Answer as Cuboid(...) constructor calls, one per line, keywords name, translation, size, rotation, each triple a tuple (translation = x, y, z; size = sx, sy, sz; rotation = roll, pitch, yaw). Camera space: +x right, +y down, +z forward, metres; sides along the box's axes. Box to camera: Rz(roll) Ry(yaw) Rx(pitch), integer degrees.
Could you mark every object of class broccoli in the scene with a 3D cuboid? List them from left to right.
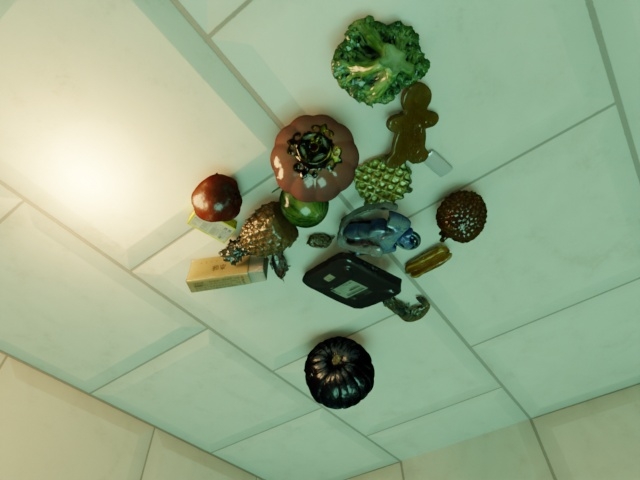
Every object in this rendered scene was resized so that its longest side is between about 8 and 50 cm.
Cuboid(name="broccoli", translation=(0.174, -0.534, 1.326), size=(0.294, 0.245, 0.265), rotation=(-18, 113, -18))

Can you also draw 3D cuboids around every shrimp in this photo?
Cuboid(name="shrimp", translation=(-0.179, 0.113, 1.962), size=(0.074, 0.073, 0.190), rotation=(19, 132, 41))
Cuboid(name="shrimp", translation=(0.418, 0.309, 2.162), size=(0.296, 0.058, 0.169), rotation=(35, 114, -31))

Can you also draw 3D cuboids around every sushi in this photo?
Cuboid(name="sushi", translation=(0.000, 0.000, 1.885), size=(0.120, 0.052, 0.055), rotation=(6, 145, -5))

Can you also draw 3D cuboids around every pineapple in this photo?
Cuboid(name="pineapple", translation=(-0.262, -0.003, 1.776), size=(0.361, 0.202, 0.202), rotation=(-30, 125, 26))

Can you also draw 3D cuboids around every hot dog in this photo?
Cuboid(name="hot dog", translation=(0.473, 0.096, 1.974), size=(0.235, 0.062, 0.092), rotation=(-30, 109, 27))

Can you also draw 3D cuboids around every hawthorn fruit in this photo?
Cuboid(name="hawthorn fruit", translation=(-0.400, -0.155, 1.668), size=(0.202, 0.185, 0.185), rotation=(-9, 131, 22))

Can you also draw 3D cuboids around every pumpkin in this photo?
Cuboid(name="pumpkin", translation=(0.092, 0.670, 2.252), size=(0.362, 0.364, 0.266), rotation=(-4, 137, 1))

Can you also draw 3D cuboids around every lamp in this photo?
Cuboid(name="lamp", translation=(-0.019, -0.280, 1.487), size=(0.305, 0.306, 0.239), rotation=(-2, 174, -1))

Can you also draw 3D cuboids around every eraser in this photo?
Cuboid(name="eraser", translation=(-0.400, 0.132, 1.920), size=(0.343, 0.144, 0.078), rotation=(-10, 128, 5))

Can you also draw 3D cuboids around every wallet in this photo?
Cuboid(name="wallet", translation=(0.438, -0.290, 1.672), size=(0.122, 0.025, 0.061), rotation=(33, 128, -26))

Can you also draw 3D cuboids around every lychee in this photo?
Cuboid(name="lychee", translation=(0.549, -0.084, 1.745), size=(0.200, 0.200, 0.238), rotation=(28, 112, -23))

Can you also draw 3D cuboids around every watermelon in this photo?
Cuboid(name="watermelon", translation=(-0.068, -0.150, 1.677), size=(0.188, 0.215, 0.188), rotation=(-34, 152, -21))

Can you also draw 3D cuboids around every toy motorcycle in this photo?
Cuboid(name="toy motorcycle", translation=(0.221, -0.027, 1.749), size=(0.318, 0.182, 0.241), rotation=(-8, 158, 21))

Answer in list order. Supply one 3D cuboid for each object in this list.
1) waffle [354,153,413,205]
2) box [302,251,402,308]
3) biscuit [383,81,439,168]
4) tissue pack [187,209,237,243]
Cuboid(name="waffle", translation=(0.242, -0.228, 1.696), size=(0.223, 0.054, 0.204), rotation=(-19, 117, 13))
Cuboid(name="box", translation=(0.135, 0.185, 1.955), size=(0.350, 0.091, 0.359), rotation=(26, 145, -24))
Cuboid(name="biscuit", translation=(0.315, -0.400, 1.542), size=(0.196, 0.049, 0.302), rotation=(-13, 128, -18))
Cuboid(name="tissue pack", translation=(-0.437, -0.074, 1.798), size=(0.176, 0.062, 0.095), rotation=(31, 120, -24))
